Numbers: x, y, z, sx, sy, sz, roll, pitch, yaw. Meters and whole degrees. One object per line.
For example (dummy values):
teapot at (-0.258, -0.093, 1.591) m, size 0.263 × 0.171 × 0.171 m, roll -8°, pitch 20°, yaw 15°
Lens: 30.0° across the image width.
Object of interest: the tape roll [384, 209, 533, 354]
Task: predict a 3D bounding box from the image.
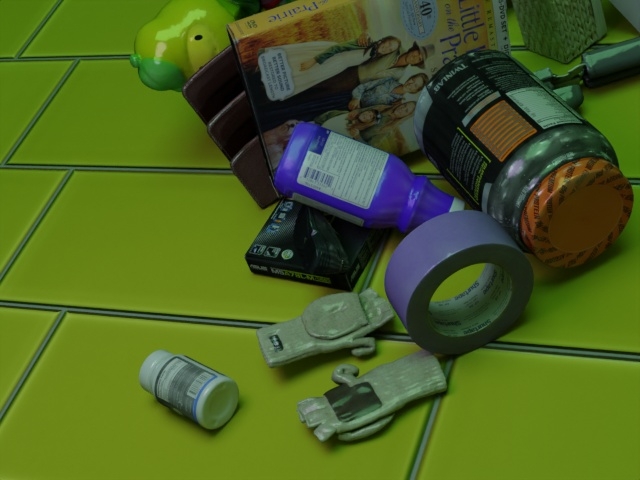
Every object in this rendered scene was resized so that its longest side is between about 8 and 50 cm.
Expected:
tape roll at (0.187, 0.058, 1.614) m, size 0.189 × 0.189 × 0.080 m, roll -25°, pitch 43°, yaw -4°

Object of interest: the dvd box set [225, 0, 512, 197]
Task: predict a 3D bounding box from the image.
dvd box set at (0.091, -0.261, 1.855) m, size 0.420 × 0.308 × 0.062 m, roll -19°, pitch 40°, yaw -6°

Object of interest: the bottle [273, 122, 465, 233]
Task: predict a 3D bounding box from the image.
bottle at (0.076, -0.080, 1.800) m, size 0.282 × 0.092 × 0.118 m, roll 21°, pitch 70°, yaw 1°

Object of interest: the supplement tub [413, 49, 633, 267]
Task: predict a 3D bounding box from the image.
supplement tub at (0.293, -0.120, 1.744) m, size 0.207 × 0.207 × 0.338 m, roll -27°, pitch 42°, yaw -6°

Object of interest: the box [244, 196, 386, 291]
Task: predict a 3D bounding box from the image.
box at (0.003, -0.015, 1.873) m, size 0.184 × 0.045 × 0.191 m, roll 9°, pitch 50°, yaw 31°

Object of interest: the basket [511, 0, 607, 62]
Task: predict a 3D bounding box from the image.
basket at (0.400, -0.396, 2.026) m, size 0.103 × 0.167 × 0.113 m, roll -44°, pitch 46°, yaw -15°

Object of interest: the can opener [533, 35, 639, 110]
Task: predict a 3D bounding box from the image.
can opener at (0.457, -0.259, 1.944) m, size 0.283 × 0.076 × 0.095 m, roll -16°, pitch 74°, yaw 5°

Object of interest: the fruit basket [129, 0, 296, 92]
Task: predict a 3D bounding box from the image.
fruit basket at (-0.142, -0.372, 2.064) m, size 0.282 × 0.392 × 0.392 m, roll 2°, pitch 46°, yaw 23°

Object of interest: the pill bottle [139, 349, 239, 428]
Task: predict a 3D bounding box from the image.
pill bottle at (-0.188, 0.208, 1.693) m, size 0.137 × 0.078 × 0.078 m, roll 21°, pitch 56°, yaw 37°

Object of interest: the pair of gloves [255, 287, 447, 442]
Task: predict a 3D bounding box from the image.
pair of gloves at (0.041, 0.172, 1.663) m, size 0.204 × 0.042 × 0.240 m, roll -26°, pitch 47°, yaw -12°

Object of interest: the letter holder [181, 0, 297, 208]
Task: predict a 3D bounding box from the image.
letter holder at (-0.046, -0.240, 1.960) m, size 0.301 × 0.214 × 0.152 m, roll -34°, pitch 43°, yaw 3°

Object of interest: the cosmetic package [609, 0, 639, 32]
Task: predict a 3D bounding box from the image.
cosmetic package at (0.559, -0.509, 2.010) m, size 0.225 × 0.224 × 0.138 m, roll -51°, pitch 9°, yaw -27°

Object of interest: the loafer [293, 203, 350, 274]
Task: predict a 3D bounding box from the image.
loafer at (0.000, 0.000, 1.798) m, size 0.061 × 0.062 × 0.170 m, roll 13°, pitch 32°, yaw -20°
